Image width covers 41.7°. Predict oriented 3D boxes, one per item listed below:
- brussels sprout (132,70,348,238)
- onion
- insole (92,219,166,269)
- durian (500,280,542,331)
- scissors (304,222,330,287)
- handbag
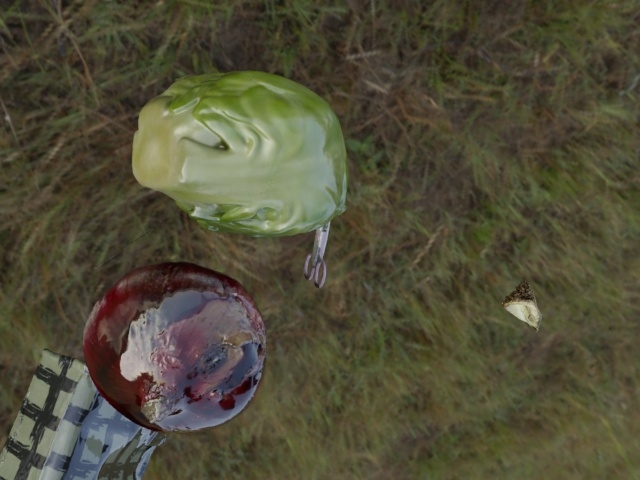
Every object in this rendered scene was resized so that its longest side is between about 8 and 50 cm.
[{"bbox_3d":[-0.104,-0.121,1.256,0.327,0.247,0.328,-1,167,0],"label":"brussels sprout"},{"bbox_3d":[-0.200,0.170,1.176,0.271,0.195,0.272,-3,120,-5],"label":"onion"},{"bbox_3d":[-0.291,0.006,1.283,0.135,0.002,0.045,-33,-171,1],"label":"insole"},{"bbox_3d":[0.314,0.097,1.274,0.052,0.066,0.130,-54,158,-10],"label":"durian"},{"bbox_3d":[0.000,0.000,1.613,0.022,0.085,0.176,4,106,-27],"label":"scissors"},{"bbox_3d":[-0.402,0.380,1.472,0.327,0.162,0.325,35,73,-55],"label":"handbag"}]
